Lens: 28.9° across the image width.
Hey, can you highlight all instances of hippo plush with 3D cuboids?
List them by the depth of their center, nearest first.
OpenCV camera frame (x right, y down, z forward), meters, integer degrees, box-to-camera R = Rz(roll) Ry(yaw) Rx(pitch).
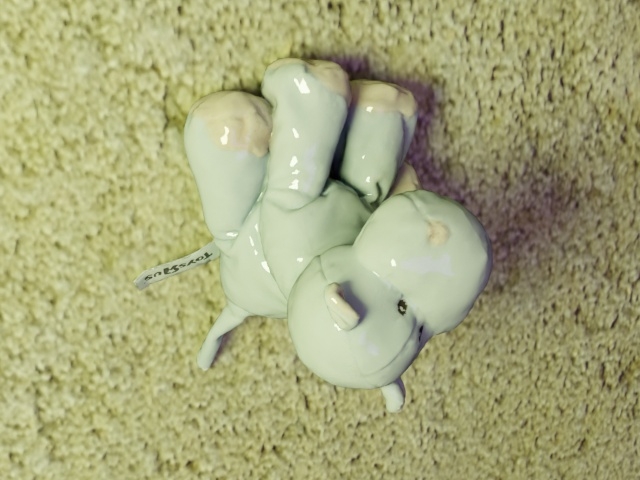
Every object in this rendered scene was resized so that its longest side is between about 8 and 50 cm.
[{"bbox_3d":[0.000,0.000,1.004,0.294,0.236,0.234,-37,126,-5],"label":"hippo plush"}]
